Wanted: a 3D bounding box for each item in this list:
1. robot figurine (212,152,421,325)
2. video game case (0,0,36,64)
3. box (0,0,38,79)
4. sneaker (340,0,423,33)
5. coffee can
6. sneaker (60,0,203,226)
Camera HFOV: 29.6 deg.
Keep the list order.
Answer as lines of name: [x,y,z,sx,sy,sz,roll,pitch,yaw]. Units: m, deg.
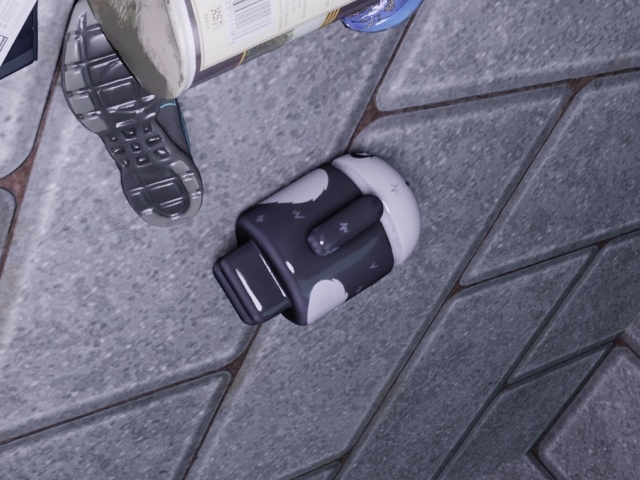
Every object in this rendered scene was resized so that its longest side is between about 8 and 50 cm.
robot figurine: [-0.002,-0.002,1.582,0.278,0.209,0.173,-32,130,-15]
video game case: [-0.269,-0.192,0.872,0.143,0.019,0.157,15,114,-48]
box: [-0.337,-0.146,0.982,0.220,0.051,0.175,-31,176,-18]
sneaker: [0.093,-0.325,1.329,0.221,0.083,0.087,-50,139,7]
coffee can: [-0.056,-0.270,1.062,0.275,0.201,0.201,-28,151,-22]
sneaker: [-0.194,-0.137,1.216,0.101,0.106,0.267,-15,130,-2]
